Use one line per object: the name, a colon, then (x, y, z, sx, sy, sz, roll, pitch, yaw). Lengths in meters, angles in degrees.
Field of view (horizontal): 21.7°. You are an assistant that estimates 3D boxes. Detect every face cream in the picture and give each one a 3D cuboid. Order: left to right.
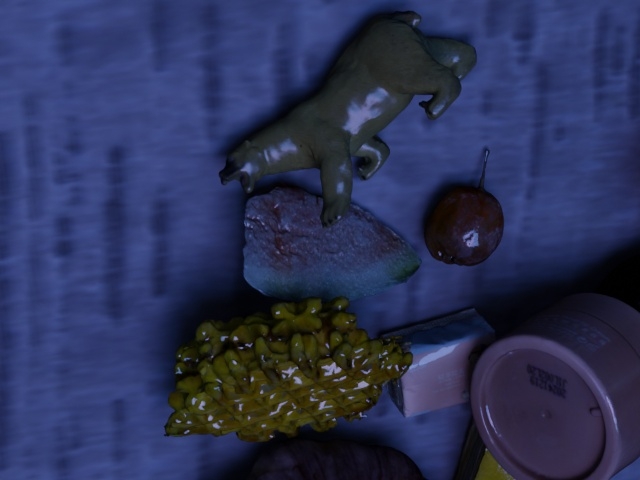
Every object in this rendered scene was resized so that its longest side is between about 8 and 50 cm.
face cream: (0.214, 0.130, 1.413, 0.104, 0.149, 0.149, -27, 122, -44)

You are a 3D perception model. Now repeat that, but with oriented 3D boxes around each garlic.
garlic: (0.010, 0.288, 1.457, 0.245, 0.160, 0.245, -7, 108, -22)

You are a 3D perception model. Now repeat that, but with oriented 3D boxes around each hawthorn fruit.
hawthorn fruit: (0.130, -0.027, 1.429, 0.066, 0.067, 0.103, 30, 74, -24)

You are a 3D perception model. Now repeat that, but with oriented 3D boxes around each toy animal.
toy animal: (0.024, -0.101, 1.353, 0.101, 0.103, 0.219, 43, 97, -7)

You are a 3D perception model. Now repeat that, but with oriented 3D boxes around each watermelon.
watermelon: (0.000, 0.009, 1.397, 0.180, 0.081, 0.094, 17, 90, -38)

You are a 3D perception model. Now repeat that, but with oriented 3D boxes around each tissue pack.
tissue pack: (0.104, 0.108, 1.468, 0.094, 0.059, 0.074, -16, 119, -10)

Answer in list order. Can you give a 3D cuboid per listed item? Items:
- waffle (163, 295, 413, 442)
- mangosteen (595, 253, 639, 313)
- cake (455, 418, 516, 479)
waffle: (-0.026, 0.108, 1.380, 0.197, 0.070, 0.193, -1, 153, -22)
mangosteen: (0.307, 0.080, 1.490, 0.137, 0.137, 0.151, -27, 150, -4)
cake: (0.136, 0.228, 1.530, 0.116, 0.080, 0.185, -20, 126, 5)
